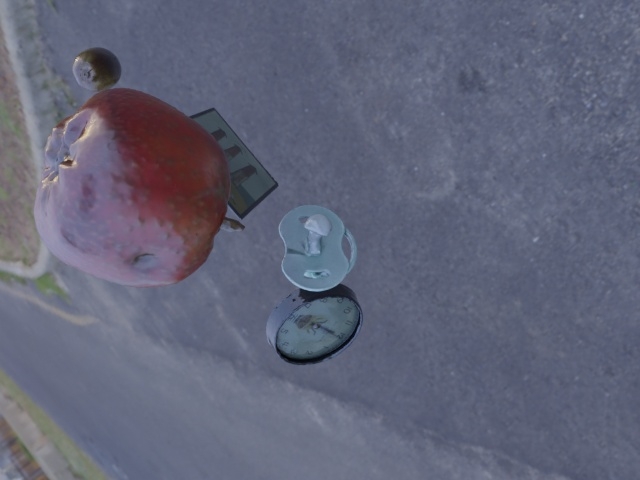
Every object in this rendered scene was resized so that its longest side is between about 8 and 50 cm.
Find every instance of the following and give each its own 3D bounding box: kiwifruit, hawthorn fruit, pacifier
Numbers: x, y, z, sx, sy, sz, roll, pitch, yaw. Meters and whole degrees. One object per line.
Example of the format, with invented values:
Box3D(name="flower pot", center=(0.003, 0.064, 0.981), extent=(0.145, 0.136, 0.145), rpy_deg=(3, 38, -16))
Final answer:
Box3D(name="kiwifruit", center=(-0.381, -0.293, 1.380), extent=(0.075, 0.075, 0.124), rpy_deg=(59, -173, -13))
Box3D(name="hawthorn fruit", center=(-0.248, -0.066, 1.129), extent=(0.300, 0.275, 0.275), rpy_deg=(20, 157, -9))
Box3D(name="pacifier", center=(0.000, 0.000, 1.244), extent=(0.116, 0.127, 0.150), rpy_deg=(108, 165, -59))

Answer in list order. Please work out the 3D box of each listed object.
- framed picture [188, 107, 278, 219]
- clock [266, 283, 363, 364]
Box3D(name="framed picture", center=(-0.209, -0.177, 1.769), extent=(0.244, 0.013, 0.324), rpy_deg=(50, -161, -6))
Box3D(name="clock", center=(-0.008, 0.156, 1.485), extent=(0.040, 0.185, 0.184), rpy_deg=(-119, 13, -44))
